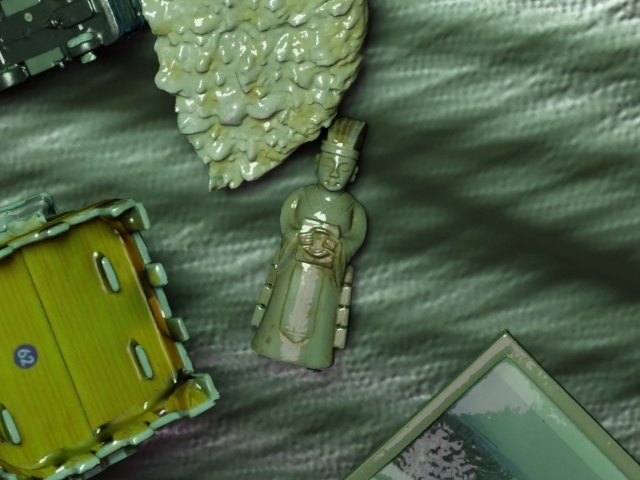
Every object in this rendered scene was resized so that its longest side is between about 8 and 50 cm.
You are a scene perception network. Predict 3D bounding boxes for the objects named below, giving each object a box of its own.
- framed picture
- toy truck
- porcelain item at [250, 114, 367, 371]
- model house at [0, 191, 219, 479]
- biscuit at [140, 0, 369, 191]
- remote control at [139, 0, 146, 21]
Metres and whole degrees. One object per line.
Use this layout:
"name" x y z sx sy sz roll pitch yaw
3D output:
"framed picture" 0.188 0.249 1.212 0.213 0.016 0.289 -44 95 11
"toy truck" -0.240 -0.163 1.117 0.202 0.088 0.074 -18 99 23
"porcelain item" 0.000 0.000 1.162 0.084 0.054 0.213 14 101 0
"model house" -0.231 0.082 1.116 0.198 0.215 0.224 -27 101 -29
"biscuit" -0.049 -0.179 1.085 0.179 0.084 0.281 -11 124 1
"remote control" -0.082 -0.236 1.127 0.221 0.042 0.078 -13 101 7
